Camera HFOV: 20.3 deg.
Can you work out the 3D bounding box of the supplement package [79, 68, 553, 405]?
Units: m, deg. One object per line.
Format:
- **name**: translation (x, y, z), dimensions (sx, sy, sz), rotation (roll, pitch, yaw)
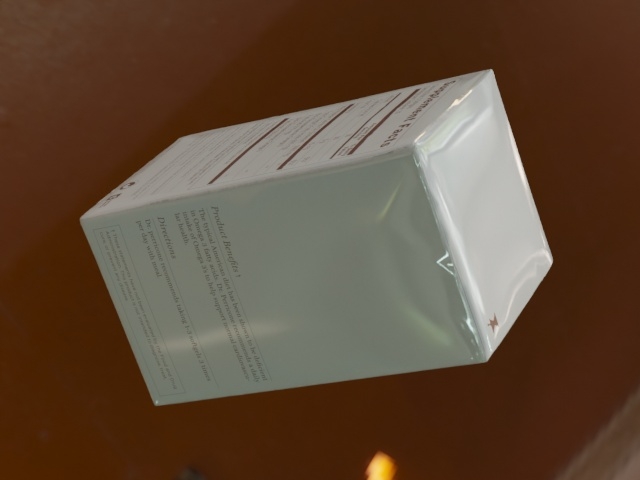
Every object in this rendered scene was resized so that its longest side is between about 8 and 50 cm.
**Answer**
- **supplement package**: translation (0.000, 0.000, 0.834), dimensions (0.105, 0.179, 0.105), rotation (-45, 121, -56)
